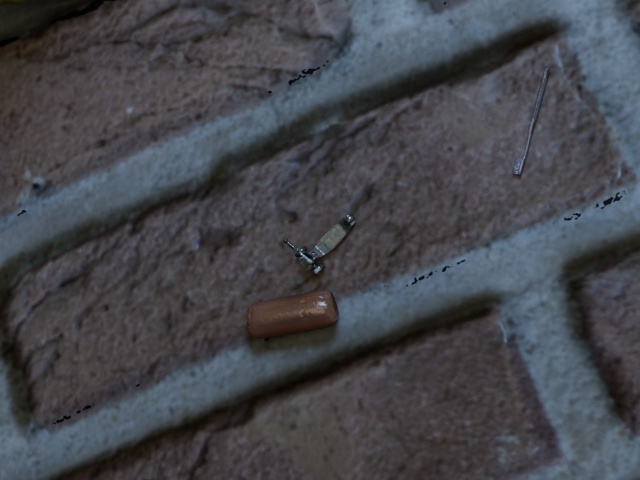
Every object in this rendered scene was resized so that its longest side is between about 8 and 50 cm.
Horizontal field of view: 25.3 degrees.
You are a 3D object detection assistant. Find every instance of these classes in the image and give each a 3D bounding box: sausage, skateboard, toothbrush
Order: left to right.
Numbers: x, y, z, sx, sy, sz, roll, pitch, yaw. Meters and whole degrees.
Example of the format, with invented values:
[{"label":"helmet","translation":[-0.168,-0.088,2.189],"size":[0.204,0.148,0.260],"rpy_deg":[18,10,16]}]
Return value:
[{"label":"sausage","translation":[-0.025,0.066,1.262],"size":[0.083,0.034,0.034],"rpy_deg":[-11,86,12]},{"label":"skateboard","translation":[0.000,0.000,1.233],"size":[0.064,0.083,0.032],"rpy_deg":[-45,80,6]},{"label":"toothbrush","translation":[0.183,-0.103,1.236],"size":[0.008,0.006,0.097],"rpy_deg":[16,92,16]}]

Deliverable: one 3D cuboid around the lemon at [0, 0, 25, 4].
[{"label":"lemon","translation":[-0.289,-0.400,1.179],"size":[0.364,0.364,0.364],"rpy_deg":[0,89,12]}]
